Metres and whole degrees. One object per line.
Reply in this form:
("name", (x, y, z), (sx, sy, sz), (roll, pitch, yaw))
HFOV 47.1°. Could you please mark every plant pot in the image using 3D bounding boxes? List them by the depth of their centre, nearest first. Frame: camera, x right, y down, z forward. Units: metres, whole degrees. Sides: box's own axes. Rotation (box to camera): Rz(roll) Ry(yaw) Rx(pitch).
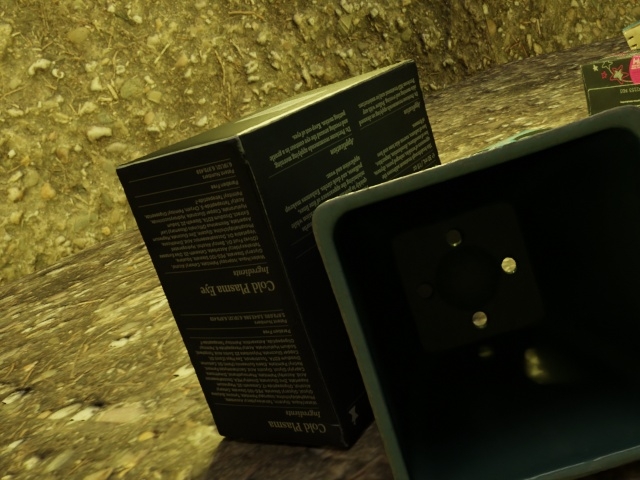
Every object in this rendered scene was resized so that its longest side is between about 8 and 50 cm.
("plant pot", (0.149, 0.046, 0.642), (0.247, 0.248, 0.252), (-18, 4, 4))

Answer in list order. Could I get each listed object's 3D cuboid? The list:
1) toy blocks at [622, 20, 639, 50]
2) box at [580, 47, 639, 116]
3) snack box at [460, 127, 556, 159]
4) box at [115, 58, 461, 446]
("toy blocks", (0.755, -0.444, 1.518), (0.261, 0.381, 0.191), (-24, 11, 28))
("box", (0.647, -0.284, 1.388), (0.142, 0.163, 0.247), (-21, 14, -26))
("snack box", (0.358, -0.145, 1.433), (0.322, 0.060, 0.187), (-25, 16, -24))
("box", (0.000, 0.000, 0.825), (0.179, 0.312, 0.343), (-8, 17, 38))
